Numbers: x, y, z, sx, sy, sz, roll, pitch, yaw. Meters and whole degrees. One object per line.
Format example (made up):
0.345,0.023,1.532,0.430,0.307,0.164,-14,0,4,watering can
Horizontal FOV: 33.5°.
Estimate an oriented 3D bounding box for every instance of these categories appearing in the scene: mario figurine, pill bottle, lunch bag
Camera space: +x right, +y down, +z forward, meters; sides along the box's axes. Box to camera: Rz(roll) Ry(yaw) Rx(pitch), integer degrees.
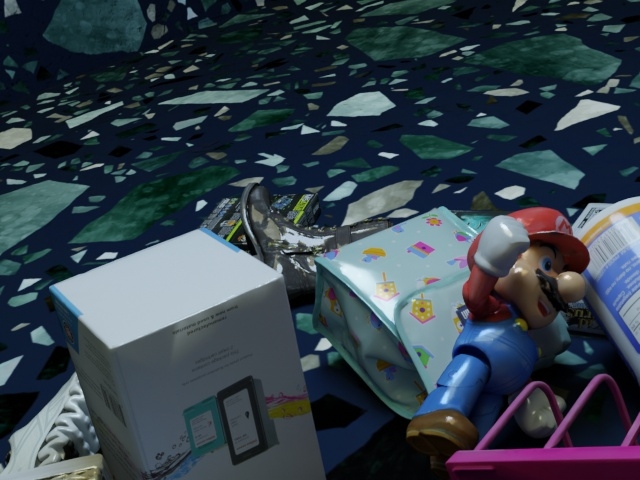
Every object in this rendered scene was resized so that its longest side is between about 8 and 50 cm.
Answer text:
0.216,0.101,1.139,0.170,0.198,0.320,22,64,6,mario figurine
0.395,0.089,1.164,0.152,0.152,0.272,-16,46,-8,pill bottle
0.147,0.095,1.316,0.223,0.160,0.262,-21,40,-27,lunch bag

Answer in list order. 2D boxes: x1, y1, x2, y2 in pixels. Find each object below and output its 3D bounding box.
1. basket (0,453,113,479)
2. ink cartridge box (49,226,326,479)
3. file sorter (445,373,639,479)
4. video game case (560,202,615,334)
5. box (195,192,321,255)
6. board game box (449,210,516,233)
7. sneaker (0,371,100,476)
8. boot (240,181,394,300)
-0.294,0.312,1.107,0.167,0.113,0.103,-14,27,-3,basket
-0.143,0.162,1.166,0.197,0.270,0.198,-23,27,-25,ink cartridge box
0.295,0.217,0.866,0.291,0.202,0.182,-11,16,40,file sorter
0.435,0.038,1.411,0.244,0.061,0.269,4,30,33,video game case
-0.113,-0.021,1.803,0.184,0.045,0.190,0,27,18,box
0.244,-0.008,1.635,0.186,0.026,0.126,2,29,27,board game box
-0.317,0.233,1.304,0.118,0.110,0.292,-15,23,16,sneaker
0.000,0.000,1.627,0.229,0.091,0.263,-11,51,1,boot
